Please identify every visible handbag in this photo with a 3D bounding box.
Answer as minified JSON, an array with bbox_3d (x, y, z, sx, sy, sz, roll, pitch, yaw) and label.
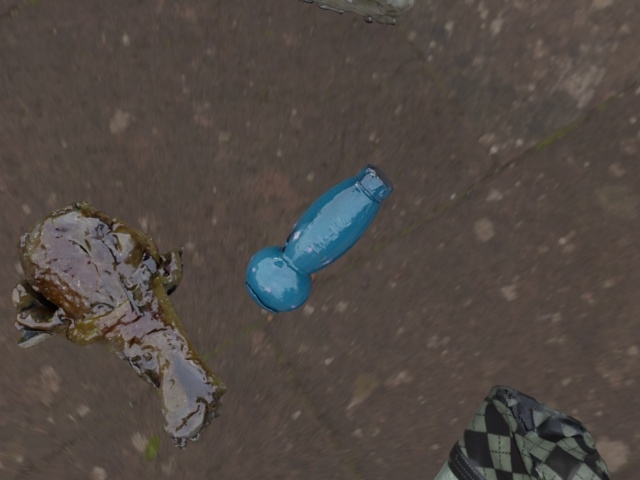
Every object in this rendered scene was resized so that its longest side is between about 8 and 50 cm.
[{"bbox_3d":[0.163,0.401,1.450,0.180,0.316,0.416,21,109,-18],"label":"handbag"}]

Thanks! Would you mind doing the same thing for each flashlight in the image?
[{"bbox_3d":[0.000,0.000,1.006,0.129,0.051,0.051,-43,85,16],"label":"flashlight"}]

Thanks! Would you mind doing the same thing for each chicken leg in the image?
[{"bbox_3d":[-0.138,0.053,1.034,0.196,0.080,0.125,31,79,12],"label":"chicken leg"}]

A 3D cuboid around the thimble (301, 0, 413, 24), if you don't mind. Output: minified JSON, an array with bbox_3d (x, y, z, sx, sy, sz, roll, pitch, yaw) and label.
[{"bbox_3d":[0.013,-0.188,0.849,0.102,0.115,0.090,21,90,-39],"label":"thimble"}]
